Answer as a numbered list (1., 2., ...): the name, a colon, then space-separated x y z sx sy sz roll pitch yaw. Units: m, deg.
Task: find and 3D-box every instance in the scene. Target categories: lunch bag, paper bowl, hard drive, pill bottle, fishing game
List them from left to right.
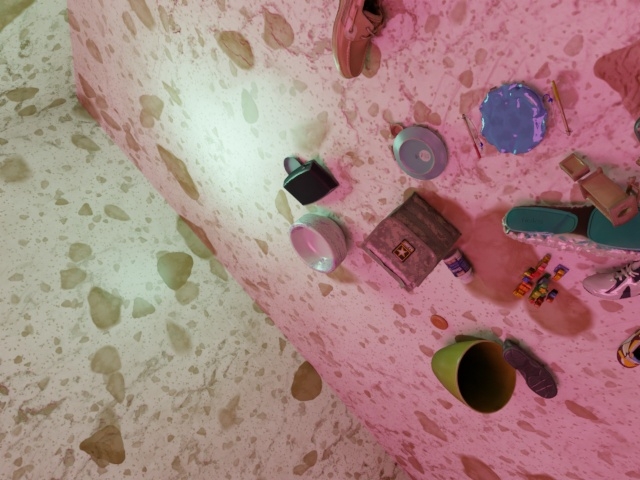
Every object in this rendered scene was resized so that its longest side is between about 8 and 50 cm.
1. hard drive: -0.051 -0.236 1.727 0.172 0.054 0.254 42 149 -18
2. paper bowl: 0.000 0.000 1.862 0.284 0.148 0.284 31 145 24
3. lunch bag: 0.303 0.009 1.390 0.235 0.287 0.169 44 148 7
4. pill bottle: 0.501 0.096 1.457 0.120 0.067 0.067 51 148 -6
5. fishing game: 0.497 -0.315 1.046 0.264 0.041 0.189 -12 109 60

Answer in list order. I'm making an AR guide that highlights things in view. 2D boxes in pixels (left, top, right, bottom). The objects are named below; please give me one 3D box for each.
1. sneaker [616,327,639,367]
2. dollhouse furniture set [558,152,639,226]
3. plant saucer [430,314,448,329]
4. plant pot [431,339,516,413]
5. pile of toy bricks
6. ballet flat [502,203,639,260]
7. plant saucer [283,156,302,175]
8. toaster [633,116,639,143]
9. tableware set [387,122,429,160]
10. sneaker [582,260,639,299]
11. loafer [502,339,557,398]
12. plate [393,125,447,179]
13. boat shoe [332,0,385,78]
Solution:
1. sneaker: 0.934 0.338 1.200 0.069 0.084 0.186 25 141 31
2. dollhouse furniture set: 0.713 -0.156 0.966 0.101 0.161 0.182 31 -151 -43
3. plant saucer: 0.521 0.362 1.774 0.083 0.013 0.084 29 143 25
4. plant pot: 0.597 0.538 1.683 0.275 0.274 0.293 50 163 -5
5. pile of toy bricks: 0.685 0.154 1.270 0.118 0.105 0.212 35 146 18
6. ballet flat: 0.702 -0.024 1.069 0.408 0.147 0.147 14 135 45
7. plant saucer: -0.112 -0.318 1.766 0.119 0.021 0.119 30 144 25
8. toaster: 0.734 -0.204 0.786 0.227 0.146 0.129 50 149 -3
9. tableware set: 0.287 -0.313 1.308 0.168 0.020 0.141 19 138 37
10. sneaker: 0.812 0.073 1.048 0.235 0.094 0.153 2 125 48
11. loafer: 0.800 0.484 1.541 0.267 0.084 0.096 46 117 -5
12. plate: 0.310 -0.271 1.286 0.188 0.024 0.188 29 142 26
13. boat shoe: 0.111 -0.604 1.103 0.110 0.121 0.341 31 143 25
